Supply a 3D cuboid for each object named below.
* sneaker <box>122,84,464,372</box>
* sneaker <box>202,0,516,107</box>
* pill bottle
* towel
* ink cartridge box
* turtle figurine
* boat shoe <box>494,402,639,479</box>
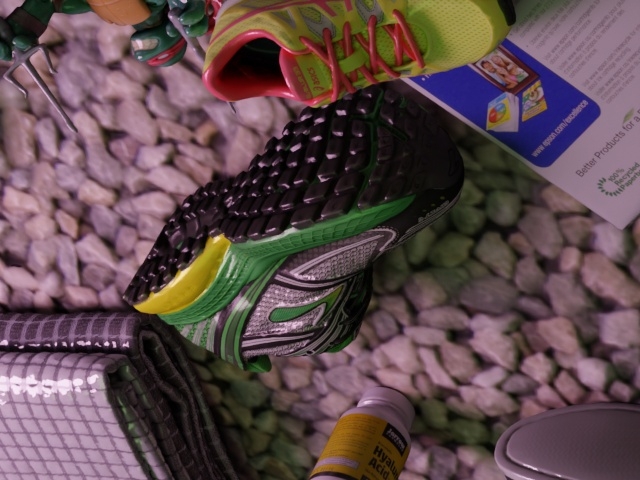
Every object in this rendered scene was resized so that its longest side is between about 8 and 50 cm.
[{"bbox_3d":[0.000,0.000,1.267,0.146,0.134,0.343,36,147,-17],"label":"sneaker"},{"bbox_3d":[0.018,-0.116,1.057,0.209,0.094,0.081,-5,127,32],"label":"sneaker"},{"bbox_3d":[0.035,0.175,1.408,0.065,0.116,0.065,15,137,15],"label":"pill bottle"},{"bbox_3d":[-0.203,0.187,1.555,0.235,0.121,0.283,-3,128,29],"label":"towel"},{"bbox_3d":[0.094,-0.166,1.080,0.371,0.069,0.176,32,139,-7],"label":"ink cartridge box"},{"bbox_3d":[-0.151,-0.175,1.167,0.175,0.118,0.234,-18,121,31],"label":"turtle figurine"},{"bbox_3d":[0.279,0.190,1.292,0.303,0.114,0.091,5,127,26],"label":"boat shoe"}]
